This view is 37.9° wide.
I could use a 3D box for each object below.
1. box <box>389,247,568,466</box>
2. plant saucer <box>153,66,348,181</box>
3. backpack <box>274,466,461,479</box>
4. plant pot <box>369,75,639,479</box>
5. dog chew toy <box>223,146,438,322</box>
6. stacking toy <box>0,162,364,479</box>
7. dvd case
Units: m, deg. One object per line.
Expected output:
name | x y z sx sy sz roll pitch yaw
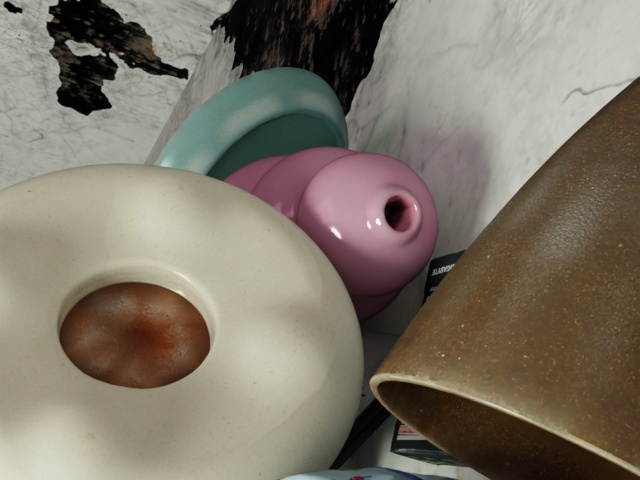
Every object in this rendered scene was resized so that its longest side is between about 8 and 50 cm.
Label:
box | 0.141 0.085 0.712 0.220 0.051 0.175 -23 50 63
plant saucer | -0.076 -0.053 1.115 0.043 0.317 0.318 39 113 32
backpack | 0.019 0.311 0.550 0.290 0.273 0.356 8 95 54
plant pot | 0.174 0.027 0.504 0.230 0.215 0.215 -60 17 -15
dog chew toy | 0.000 0.000 0.927 0.332 0.206 0.207 -18 55 65
stacking toy | -0.178 0.203 0.834 0.480 0.350 0.351 107 167 -45
dvd case | 0.000 0.157 0.923 0.180 0.022 0.253 -43 14 -18
